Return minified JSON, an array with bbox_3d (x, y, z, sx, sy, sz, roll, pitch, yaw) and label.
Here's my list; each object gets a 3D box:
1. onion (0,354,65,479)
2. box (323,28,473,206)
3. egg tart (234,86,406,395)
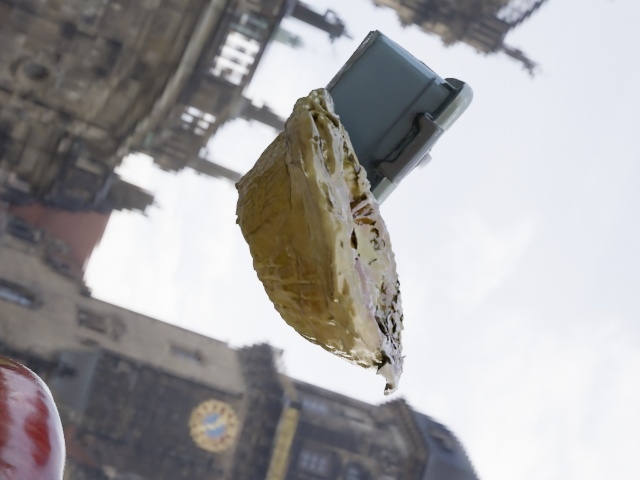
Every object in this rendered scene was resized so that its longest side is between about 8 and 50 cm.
[{"bbox_3d":[-0.283,0.183,0.943,0.248,0.161,0.248,-18,-118,36],"label":"onion"},{"bbox_3d":[0.058,-0.119,1.356,0.162,0.130,0.227,-49,-175,6],"label":"box"},{"bbox_3d":[0.000,0.000,1.026,0.098,0.232,0.252,-19,-127,10],"label":"egg tart"}]
